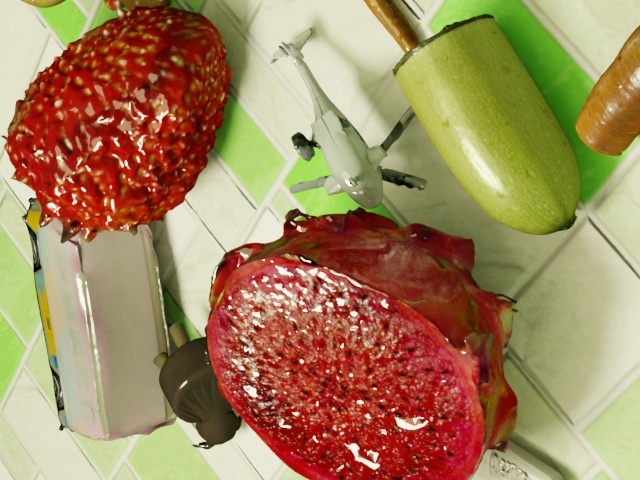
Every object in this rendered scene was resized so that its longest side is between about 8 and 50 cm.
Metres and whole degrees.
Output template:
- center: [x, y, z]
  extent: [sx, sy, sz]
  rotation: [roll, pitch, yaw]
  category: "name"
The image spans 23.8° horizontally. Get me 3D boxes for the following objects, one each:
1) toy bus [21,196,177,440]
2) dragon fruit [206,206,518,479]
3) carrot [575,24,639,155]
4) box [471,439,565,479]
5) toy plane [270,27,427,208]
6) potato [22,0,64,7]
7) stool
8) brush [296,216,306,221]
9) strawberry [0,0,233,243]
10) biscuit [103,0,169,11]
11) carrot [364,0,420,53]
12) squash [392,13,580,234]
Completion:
- center: [-0.313, 0.103, 2.242]
  extent: [0.162, 0.171, 0.386]
  rotation: [14, 117, 52]
  category: "toy bus"
- center: [0.069, 0.114, 1.779]
  extent: [0.386, 0.249, 0.371]
  rotation: [-11, 118, 39]
  category: "dragon fruit"
- center: [0.324, -0.162, 1.517]
  extent: [0.087, 0.087, 0.193]
  rotation: [55, 137, 12]
  category: "carrot"
- center: [0.229, 0.379, 1.900]
  extent: [0.142, 0.044, 0.285]
  rotation: [31, 129, 37]
  category: "box"
- center: [0.017, -0.152, 1.801]
  extent: [0.182, 0.107, 0.273]
  rotation: [-19, 68, 22]
  category: "toy plane"
- center: [-0.389, -0.410, 2.085]
  extent: [0.300, 0.140, 0.173]
  rotation: [23, 106, 52]
  category: "potato"
- center: [-0.168, 0.208, 2.193]
  extent: [0.121, 0.125, 0.217]
  rotation: [53, 160, 40]
  category: "stool"
- center: [0.000, 0.000, 1.985]
  extent: [0.083, 0.019, 0.021]
  rotation: [43, 144, 25]
  category: "brush"
- center: [-0.266, -0.183, 2.023]
  extent: [0.292, 0.292, 0.343]
  rotation: [41, 115, 26]
  category: "strawberry"
- center: [-0.271, -0.370, 2.096]
  extent: [0.184, 0.027, 0.133]
  rotation: [46, 134, 22]
  category: "biscuit"
- center: [0.067, -0.287, 1.773]
  extent: [0.190, 0.037, 0.037]
  rotation: [58, 139, 4]
  category: "carrot"
- center: [0.193, -0.111, 1.643]
  extent: [0.132, 0.132, 0.247]
  rotation: [-41, 76, 48]
  category: "squash"
